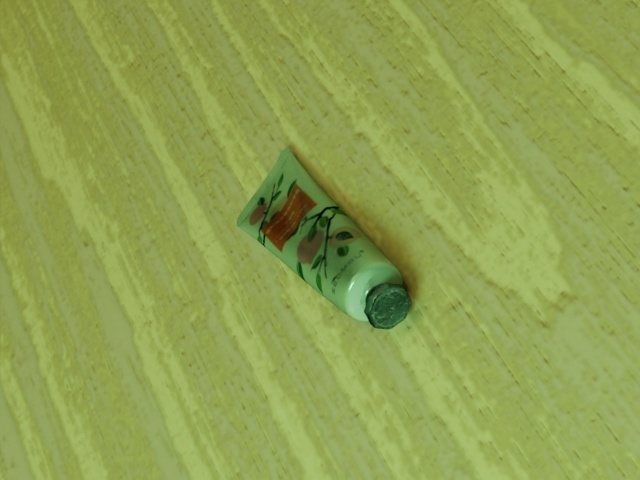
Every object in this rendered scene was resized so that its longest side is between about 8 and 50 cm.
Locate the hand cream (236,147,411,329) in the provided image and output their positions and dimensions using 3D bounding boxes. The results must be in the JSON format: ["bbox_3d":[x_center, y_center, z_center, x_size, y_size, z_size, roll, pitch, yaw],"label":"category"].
[{"bbox_3d":[0.000,0.000,1.143,0.080,0.050,0.234,-54,38,5],"label":"hand cream"}]
